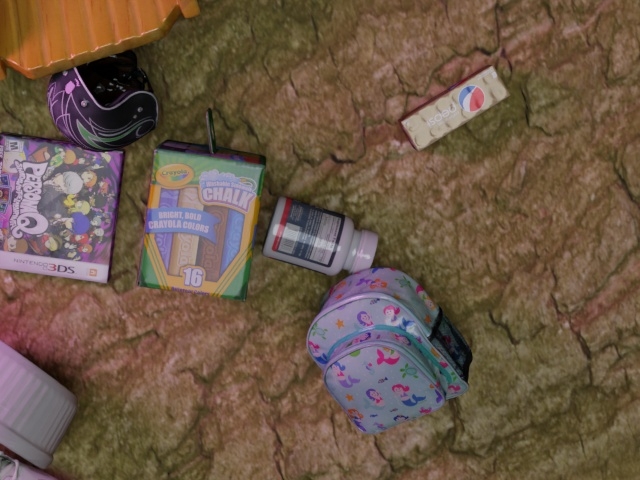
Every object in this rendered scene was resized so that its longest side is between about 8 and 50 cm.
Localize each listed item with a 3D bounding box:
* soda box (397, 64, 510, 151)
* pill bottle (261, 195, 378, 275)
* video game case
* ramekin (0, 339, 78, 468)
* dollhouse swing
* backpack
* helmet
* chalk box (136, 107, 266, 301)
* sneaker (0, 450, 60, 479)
[{"bbox_3d":[0.223,-0.223,1.766,0.181,0.058,0.061,-31,99,3],"label":"soda box"},{"bbox_3d":[0.000,0.000,1.771,0.180,0.108,0.108,17,99,-5],"label":"pill bottle"},{"bbox_3d":[-0.449,-0.055,1.779,0.210,0.042,0.232,9,99,-5],"label":"video game case"},{"bbox_3d":[-0.522,0.246,1.722,0.273,0.273,0.127,38,74,-8],"label":"ramekin"},{"bbox_3d":[-0.402,-0.478,1.559,0.347,0.305,0.315,-17,59,0],"label":"dollhouse swing"},{"bbox_3d":[0.103,0.181,1.744,0.225,0.191,0.253,-27,106,29],"label":"backpack"},{"bbox_3d":[-0.356,-0.223,1.688,0.162,0.169,0.169,-15,100,-20],"label":"helmet"},{"bbox_3d":[-0.185,-0.068,1.717,0.179,0.180,0.289,10,100,-4],"label":"chalk box"},{"bbox_3d":[-0.602,0.379,1.728,0.448,0.169,0.257,16,138,-3],"label":"sneaker"}]
